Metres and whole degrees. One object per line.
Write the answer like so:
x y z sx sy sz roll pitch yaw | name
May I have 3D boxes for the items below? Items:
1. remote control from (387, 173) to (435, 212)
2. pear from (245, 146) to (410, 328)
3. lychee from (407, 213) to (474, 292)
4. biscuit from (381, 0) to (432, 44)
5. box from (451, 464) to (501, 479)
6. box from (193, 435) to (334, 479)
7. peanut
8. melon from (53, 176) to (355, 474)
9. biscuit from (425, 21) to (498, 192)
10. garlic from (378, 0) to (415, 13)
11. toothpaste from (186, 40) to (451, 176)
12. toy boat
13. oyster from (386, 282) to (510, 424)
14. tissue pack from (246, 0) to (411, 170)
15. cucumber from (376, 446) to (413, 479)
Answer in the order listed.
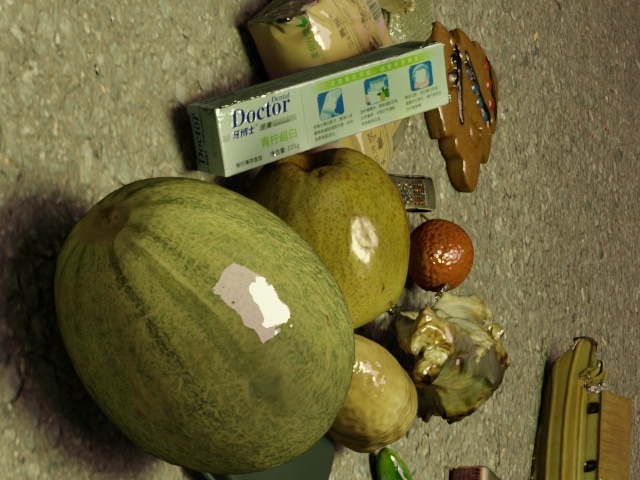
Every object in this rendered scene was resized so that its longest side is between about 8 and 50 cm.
0.116 -0.067 1.931 0.212 0.028 0.059 -2 88 -62 | remote control
0.000 0.000 1.520 0.228 0.188 0.211 -25 104 -59 | pear
0.173 0.015 1.933 0.140 0.101 0.114 -31 91 -49 | lychee
0.124 -0.385 2.004 0.147 0.046 0.249 36 53 -55 | biscuit
0.231 0.454 1.971 0.120 0.069 0.224 44 46 -49 | box
-0.063 0.238 1.491 0.230 0.050 0.160 56 38 -40 | box
0.041 0.181 1.604 0.122 0.137 0.253 -60 164 -10 | peanut
-0.106 0.080 1.250 0.329 0.249 0.248 50 42 -42 | melon
0.240 -0.239 2.189 0.301 0.043 0.278 -44 122 -57 | biscuit
0.097 -0.421 1.872 0.127 0.131 0.194 92 4 -67 | garlic
0.005 -0.158 1.541 0.337 0.067 0.081 -21 112 -33 | toothpaste
0.460 0.383 2.323 0.136 0.162 0.445 57 37 -43 | toy boat
0.171 0.146 1.818 0.337 0.133 0.197 33 65 -62 | oyster
0.025 -0.206 1.692 0.256 0.123 0.215 66 32 -24 | tissue pack
0.118 0.389 1.794 0.056 0.056 0.250 -30 109 -60 | cucumber
